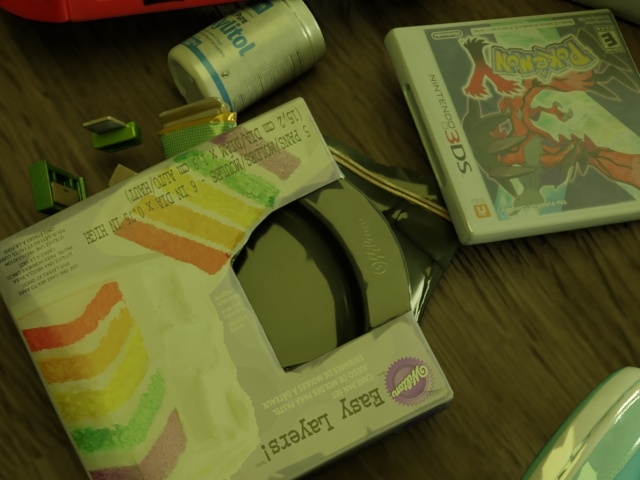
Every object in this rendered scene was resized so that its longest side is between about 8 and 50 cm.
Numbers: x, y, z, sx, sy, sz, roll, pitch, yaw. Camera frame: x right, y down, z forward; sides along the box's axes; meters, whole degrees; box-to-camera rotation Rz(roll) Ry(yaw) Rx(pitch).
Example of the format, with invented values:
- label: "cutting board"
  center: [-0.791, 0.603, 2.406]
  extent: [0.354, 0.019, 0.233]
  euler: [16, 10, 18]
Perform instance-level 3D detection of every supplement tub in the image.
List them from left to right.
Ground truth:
- label: "supplement tub"
  center: [-0.058, -0.143, 1.420]
  extent: [0.107, 0.071, 0.071]
  euler: [-34, 70, -15]

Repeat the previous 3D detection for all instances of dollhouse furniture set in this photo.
- label: "dollhouse furniture set"
  center: [-0.135, -0.057, 1.353]
  extent: [0.152, 0.058, 0.076]
  euler: [-15, 75, 18]

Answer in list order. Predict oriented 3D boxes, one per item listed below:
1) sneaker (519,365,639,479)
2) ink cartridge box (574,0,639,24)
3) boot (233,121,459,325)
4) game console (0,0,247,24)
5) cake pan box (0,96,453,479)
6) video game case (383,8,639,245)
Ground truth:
- label: "sneaker"
  center: [0.197, 0.257, 1.215]
  extent: [0.208, 0.127, 0.319]
  euler: [30, 78, 14]
- label: "ink cartridge box"
  center: [0.321, -0.308, 1.474]
  extent: [0.211, 0.121, 0.289]
  euler: [21, 67, 8]
- label: "boot"
  center: [0.000, 0.000, 1.358]
  extent: [0.198, 0.077, 0.137]
  euler: [18, 71, 8]
- label: "game console"
  center: [-0.090, -0.322, 1.485]
  extent: [0.387, 0.060, 0.342]
  euler: [-7, 49, -5]
- label: "cake pan box"
  center: [-0.067, 0.060, 1.289]
  extent: [0.267, 0.070, 0.245]
  euler: [-25, 83, -5]
- label: "video game case"
  center: [0.167, -0.091, 1.395]
  extent: [0.201, 0.023, 0.183]
  euler: [-8, 64, -25]
